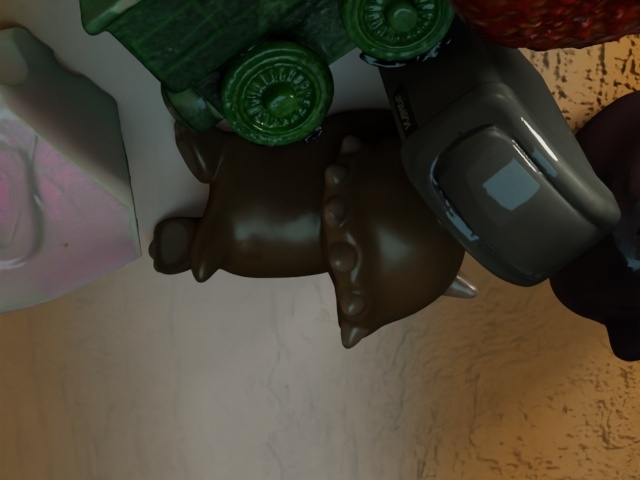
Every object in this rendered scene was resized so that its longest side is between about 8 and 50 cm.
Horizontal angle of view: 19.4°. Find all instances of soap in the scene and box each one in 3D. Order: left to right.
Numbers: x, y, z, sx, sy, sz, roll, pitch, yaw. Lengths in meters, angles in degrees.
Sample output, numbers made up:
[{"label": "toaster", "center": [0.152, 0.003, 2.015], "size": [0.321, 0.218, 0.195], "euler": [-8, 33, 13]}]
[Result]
[{"label": "soap", "center": [-0.319, -0.037, 1.435], "size": [0.347, 0.115, 0.208], "euler": [-10, 130, -6]}]

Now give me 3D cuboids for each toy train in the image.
[{"label": "toy train", "center": [-0.028, -0.194, 1.359], "size": [0.266, 0.145, 0.202], "euler": [-35, 124, 15]}]

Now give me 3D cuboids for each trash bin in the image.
[{"label": "trash bin", "center": [0.130, -0.079, 1.423], "size": [0.101, 0.236, 0.177], "euler": [-39, 126, 18]}]

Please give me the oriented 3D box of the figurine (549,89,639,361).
[{"label": "figurine", "center": [0.316, -0.021, 1.462], "size": [0.206, 0.365, 0.218], "euler": [-14, 96, -21]}]

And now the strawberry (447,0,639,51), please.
[{"label": "strawberry", "center": [0.228, -0.258, 1.272], "size": [0.351, 0.267, 0.312], "euler": [-38, 133, -5]}]

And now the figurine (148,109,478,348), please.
[{"label": "figurine", "center": [0.004, -0.003, 1.497], "size": [0.247, 0.173, 0.177], "euler": [3, 128, -16]}]
